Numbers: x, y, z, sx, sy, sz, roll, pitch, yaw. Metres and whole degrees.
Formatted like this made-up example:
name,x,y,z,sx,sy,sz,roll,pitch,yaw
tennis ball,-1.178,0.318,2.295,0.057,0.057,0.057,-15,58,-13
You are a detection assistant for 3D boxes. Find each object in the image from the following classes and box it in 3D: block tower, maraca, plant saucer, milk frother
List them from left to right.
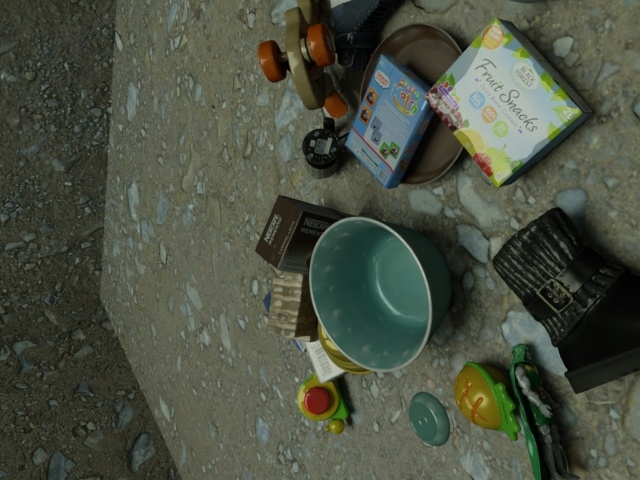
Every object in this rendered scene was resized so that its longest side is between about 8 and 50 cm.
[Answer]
name,x,y,z,sx,sy,sz,roll,pitch,yaw
block tower,-0.053,0.077,1.403,0.091,0.097,0.335,5,89,34
milk frother,0.039,-0.202,1.339,0.143,0.129,0.135,32,175,5
plant saucer,0.192,-0.264,1.138,0.311,0.050,0.310,17,111,53
plant saucer,0.230,0.392,1.257,0.119,0.021,0.119,16,110,52
maraca,0.304,0.286,1.038,0.186,0.099,0.127,-162,52,-78

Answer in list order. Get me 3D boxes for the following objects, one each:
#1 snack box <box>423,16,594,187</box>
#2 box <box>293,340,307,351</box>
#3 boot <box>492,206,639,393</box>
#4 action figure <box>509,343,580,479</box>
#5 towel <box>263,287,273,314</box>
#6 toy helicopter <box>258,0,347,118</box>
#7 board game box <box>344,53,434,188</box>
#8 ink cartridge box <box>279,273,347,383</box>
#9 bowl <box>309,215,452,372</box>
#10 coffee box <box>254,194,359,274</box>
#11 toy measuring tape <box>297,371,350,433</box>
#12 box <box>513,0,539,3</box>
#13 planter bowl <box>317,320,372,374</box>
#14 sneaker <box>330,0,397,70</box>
name,x,y,z,sx,sy,sz,roll,pitch,yaw
snack box,0.297,-0.220,0.932,0.174,0.070,0.207,-46,71,37
box,-0.043,0.248,1.610,0.081,0.028,0.136,55,140,32
boot,0.414,0.049,0.819,0.348,0.131,0.260,-49,58,48
action figure,0.369,0.288,0.973,0.063,0.137,0.232,-26,66,30
towel,-0.129,0.175,1.713,0.119,0.029,0.067,-48,59,48
toy helicopter,-0.019,-0.428,1.289,0.140,0.235,0.355,-13,51,17
board game box,0.137,-0.235,1.147,0.160,0.039,0.211,53,137,33
ink cartridge box,0.056,0.163,1.417,0.261,0.066,0.296,-33,69,26
bowl,0.141,0.092,1.170,0.312,0.163,0.311,15,111,44
coffee box,0.000,0.000,1.272,0.098,0.247,0.141,36,107,45
toy measuring tape,-0.028,0.354,1.514,0.121,0.121,0.330,-36,75,52
box,0.327,-0.412,0.865,0.101,0.102,0.087,17,109,52
planter bowl,0.063,0.201,1.316,0.217,0.090,0.217,-3,84,32
sneaker,0.106,-0.438,1.184,0.226,0.086,0.163,7,101,56
